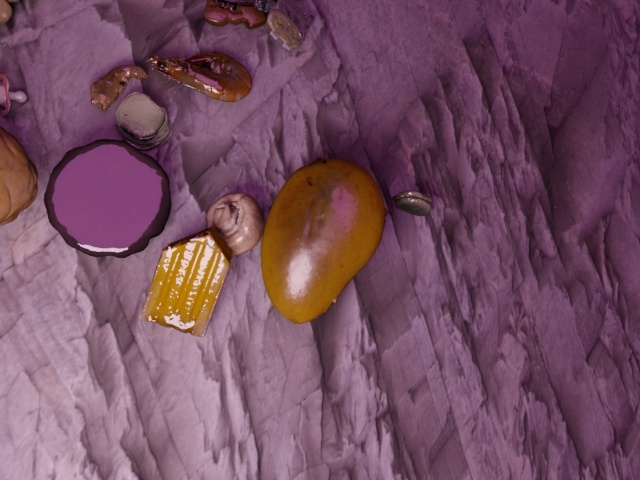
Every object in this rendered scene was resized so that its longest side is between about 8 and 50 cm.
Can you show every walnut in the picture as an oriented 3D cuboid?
[{"bbox_3d":[-0.767,-0.133,1.004,0.296,0.285,0.285,-28,87,16],"label":"walnut"}]

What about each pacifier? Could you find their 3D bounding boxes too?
[{"bbox_3d":[-0.767,-0.357,1.162,0.078,0.081,0.099,-13,109,-51],"label":"pacifier"}]

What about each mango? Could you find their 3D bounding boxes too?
[{"bbox_3d":[0.000,0.000,1.235,0.301,0.220,0.445,16,87,5],"label":"mango"}]

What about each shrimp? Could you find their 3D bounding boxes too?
[{"bbox_3d":[-0.329,-0.481,1.321,0.287,0.063,0.152,16,72,-17],"label":"shrimp"}]

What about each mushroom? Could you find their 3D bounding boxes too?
[{"bbox_3d":[-0.224,-0.045,1.212,0.127,0.166,0.166,27,66,-53],"label":"mushroom"}]

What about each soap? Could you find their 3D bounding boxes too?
[{"bbox_3d":[-0.312,0.087,1.137,0.160,0.080,0.258,20,101,-10],"label":"soap"}]

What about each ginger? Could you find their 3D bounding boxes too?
[{"bbox_3d":[-0.539,-0.414,1.247,0.069,0.051,0.173,42,71,-9],"label":"ginger"}]

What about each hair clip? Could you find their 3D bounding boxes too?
[{"bbox_3d":[-0.109,-0.663,1.415,0.187,0.056,0.146,26,80,-31],"label":"hair clip"}]

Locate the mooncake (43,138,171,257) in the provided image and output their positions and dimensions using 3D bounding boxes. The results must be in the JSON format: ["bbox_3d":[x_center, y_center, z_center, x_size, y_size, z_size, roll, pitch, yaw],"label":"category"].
[{"bbox_3d":[-0.505,-0.096,1.142,0.283,0.141,0.283,1,88,-19],"label":"mooncake"}]

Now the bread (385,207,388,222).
[{"bbox_3d":[0.122,-0.110,1.376,0.119,0.084,0.177,-22,82,-21],"label":"bread"}]

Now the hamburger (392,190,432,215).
[{"bbox_3d":[0.284,-0.118,1.427,0.121,0.084,0.054,16,76,-12],"label":"hamburger"}]

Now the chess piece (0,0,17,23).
[{"bbox_3d":[-0.814,-0.609,1.166,0.142,0.143,0.261,31,77,-9],"label":"chess piece"}]

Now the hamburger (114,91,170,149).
[{"bbox_3d":[-0.469,-0.313,1.241,0.133,0.062,0.140,-42,90,-22],"label":"hamburger"}]

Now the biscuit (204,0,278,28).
[{"bbox_3d":[-0.266,-0.770,1.414,0.278,0.043,0.301,-35,90,-21],"label":"biscuit"}]
